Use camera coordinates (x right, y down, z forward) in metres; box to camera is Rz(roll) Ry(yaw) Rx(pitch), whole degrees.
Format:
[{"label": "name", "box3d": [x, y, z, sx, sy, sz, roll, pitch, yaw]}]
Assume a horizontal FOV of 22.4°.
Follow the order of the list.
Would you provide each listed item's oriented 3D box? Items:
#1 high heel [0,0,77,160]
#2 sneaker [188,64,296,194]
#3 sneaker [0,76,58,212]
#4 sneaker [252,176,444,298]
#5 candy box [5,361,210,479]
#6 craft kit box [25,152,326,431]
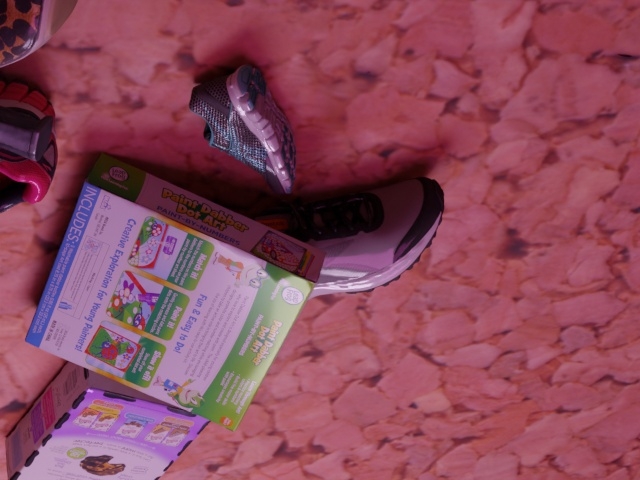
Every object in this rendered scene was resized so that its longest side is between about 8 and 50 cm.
[{"label": "high heel", "box3d": [-0.305, -0.207, 1.375, 0.186, 0.093, 0.261, 18, 114, 6]}, {"label": "sneaker", "box3d": [-0.074, -0.104, 1.566, 0.076, 0.065, 0.166, -8, 138, 18]}, {"label": "sneaker", "box3d": [-0.384, -0.049, 1.488, 0.299, 0.112, 0.121, -23, 139, 11]}, {"label": "sneaker", "box3d": [0.000, 0.000, 1.666, 0.272, 0.100, 0.108, -23, 133, 10]}, {"label": "candy box", "box3d": [-0.245, 0.217, 1.858, 0.165, 0.070, 0.196, 18, 129, -32]}, {"label": "craft kit box", "box3d": [-0.152, 0.059, 1.649, 0.247, 0.061, 0.250, 26, 131, -3]}]
